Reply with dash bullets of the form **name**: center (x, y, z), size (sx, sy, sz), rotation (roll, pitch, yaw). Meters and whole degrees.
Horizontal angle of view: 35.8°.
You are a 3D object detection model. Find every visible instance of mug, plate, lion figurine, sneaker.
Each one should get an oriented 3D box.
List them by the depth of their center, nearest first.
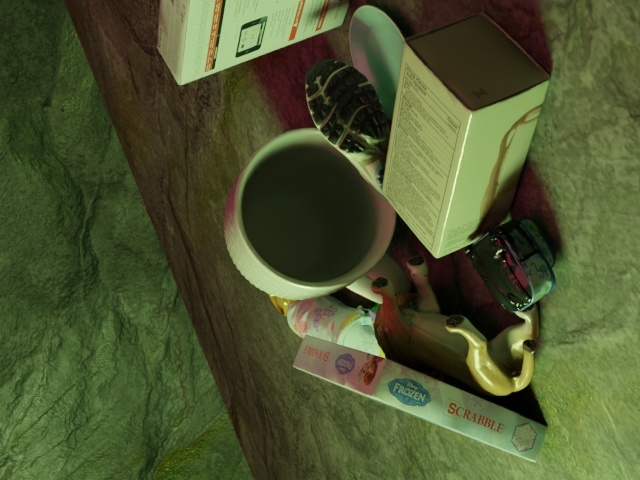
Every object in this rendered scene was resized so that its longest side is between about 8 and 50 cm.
- **plate**: center (0.103, -0.272, 1.521), size (0.188, 0.024, 0.188), rotation (51, 155, 35)
- **sneaker**: center (0.066, -0.157, 1.572), size (0.283, 0.110, 0.122), rotation (53, 172, -6)
- **lion figurine**: center (0.214, 0.166, 1.585), size (0.392, 0.142, 0.240), rotation (33, 149, 48)
- **mug**: center (0.000, 0.000, 1.790), size (0.374, 0.276, 0.328), rotation (35, 165, -5)

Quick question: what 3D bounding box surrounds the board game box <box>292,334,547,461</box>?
- **board game box**: center (0.155, 0.256, 1.646), size (0.318, 0.066, 0.318), rotation (25, 172, -23)

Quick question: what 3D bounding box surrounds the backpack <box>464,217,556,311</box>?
- **backpack**: center (0.272, 0.032, 1.365), size (0.114, 0.084, 0.105), rotation (60, 156, 7)

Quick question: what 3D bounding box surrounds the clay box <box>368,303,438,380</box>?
- **clay box**: center (0.167, 0.235, 1.889), size (0.127, 0.053, 0.222), rotation (27, 137, 59)

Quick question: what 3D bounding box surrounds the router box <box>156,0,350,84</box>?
- **router box**: center (-0.079, -0.392, 1.438), size (0.082, 0.301, 0.335), rotation (59, 158, 16)

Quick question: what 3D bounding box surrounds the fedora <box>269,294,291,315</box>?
- **fedora**: center (-0.074, 0.113, 2.298), size (0.194, 0.079, 0.194), rotation (50, 154, 36)

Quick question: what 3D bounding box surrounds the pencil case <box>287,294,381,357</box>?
- **pencil case**: center (0.030, 0.177, 2.072), size (0.273, 0.113, 0.124), rotation (19, 121, 62)

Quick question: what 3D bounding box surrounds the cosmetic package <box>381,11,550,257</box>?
- **cosmetic package**: center (0.185, -0.134, 1.329), size (0.153, 0.129, 0.296), rotation (55, 158, 29)
